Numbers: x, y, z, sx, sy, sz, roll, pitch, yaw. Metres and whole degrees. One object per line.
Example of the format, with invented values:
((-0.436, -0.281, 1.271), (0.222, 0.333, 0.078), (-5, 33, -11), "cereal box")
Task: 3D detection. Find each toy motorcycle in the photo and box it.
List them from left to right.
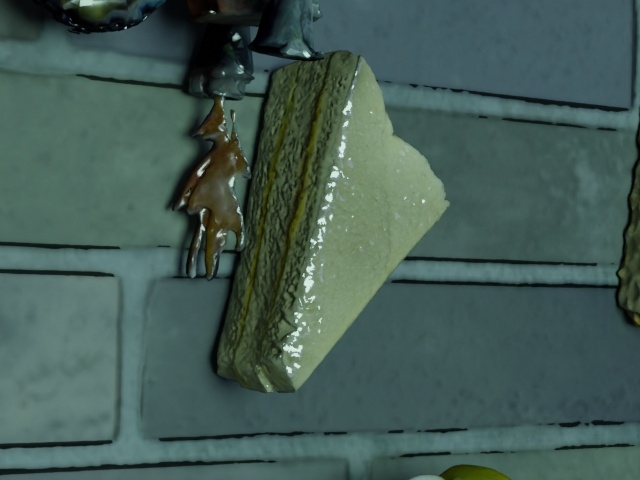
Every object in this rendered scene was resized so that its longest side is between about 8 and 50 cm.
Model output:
((-0.053, -0.181, 0.768), (0.207, 0.134, 0.401), (0, 88, -26), "toy motorcycle")

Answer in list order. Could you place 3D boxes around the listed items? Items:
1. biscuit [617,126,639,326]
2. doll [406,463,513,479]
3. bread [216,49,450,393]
((0.256, -0.129, 0.980), (0.054, 0.094, 0.378), (13, 83, -31), "biscuit")
((0.004, 0.294, 0.760), (0.366, 0.187, 0.376), (-21, 118, -23), "doll")
((-0.015, -0.010, 0.815), (0.152, 0.077, 0.105), (-50, 117, -26), "bread")
